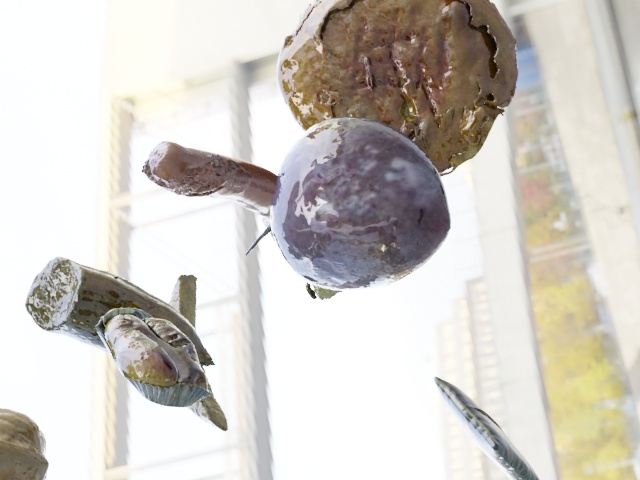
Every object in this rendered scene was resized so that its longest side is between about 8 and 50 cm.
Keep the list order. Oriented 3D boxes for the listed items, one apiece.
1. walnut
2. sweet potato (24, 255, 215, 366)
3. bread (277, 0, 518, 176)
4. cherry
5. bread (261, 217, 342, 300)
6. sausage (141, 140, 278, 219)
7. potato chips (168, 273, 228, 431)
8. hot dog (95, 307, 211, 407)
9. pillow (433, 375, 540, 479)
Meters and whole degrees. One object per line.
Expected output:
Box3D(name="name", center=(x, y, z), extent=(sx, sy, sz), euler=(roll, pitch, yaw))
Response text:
Box3D(name="walnut", center=(-0.410, 0.274, 1.569), extent=(0.149, 0.166, 0.166), euler=(79, -176, -53))
Box3D(name="sweet potato", center=(-0.370, 0.153, 2.448), extent=(0.370, 0.158, 0.158), euler=(25, -151, -11))
Box3D(name="bread", center=(0.126, -0.259, 2.050), extent=(0.337, 0.358, 0.204), euler=(-58, -12, -5))
Box3D(name="cherry", center=(0.040, -0.043, 1.586), extent=(0.183, 0.266, 0.213), euler=(-3, -80, -60))
Box3D(name="bread", center=(0.000, 0.000, 2.112), extent=(0.160, 0.140, 0.169), euler=(51, -178, -26))
Box3D(name="sausage", center=(-0.124, -0.079, 1.780), extent=(0.304, 0.078, 0.078), euler=(14, -120, -54))
Box3D(name="potato chips", center=(-0.254, 0.226, 2.551), extent=(0.057, 0.080, 0.407), euler=(31, -152, -37))
Box3D(name="hot dog", center=(-0.276, 0.189, 2.181), extent=(0.163, 0.082, 0.270), euler=(18, -165, -32))
Box3D(name="pillow", center=(0.295, 0.342, 2.263), extent=(0.212, 0.052, 0.208), euler=(46, -177, -42))
